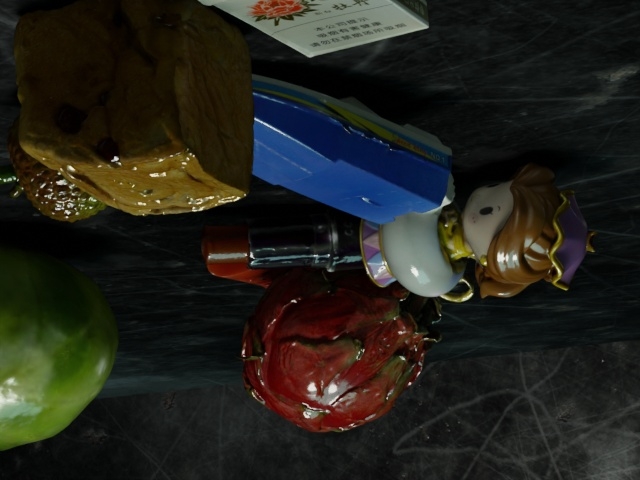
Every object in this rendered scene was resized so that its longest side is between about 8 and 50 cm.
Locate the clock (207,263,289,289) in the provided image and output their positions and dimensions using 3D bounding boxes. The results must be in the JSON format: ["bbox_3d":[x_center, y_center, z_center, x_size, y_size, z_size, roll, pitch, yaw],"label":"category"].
[{"bbox_3d":[-0.072,0.037,1.866,0.113,0.061,0.155,-13,162,33],"label":"clock"}]

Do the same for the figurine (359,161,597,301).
[{"bbox_3d":[0.184,-0.007,1.538,0.263,0.142,0.189,-7,133,26],"label":"figurine"}]

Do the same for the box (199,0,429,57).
[{"bbox_3d":[-0.011,-0.180,0.968,0.109,0.029,0.198,-10,167,28],"label":"box"}]

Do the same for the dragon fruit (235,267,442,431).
[{"bbox_3d":[0.023,0.123,1.762,0.299,0.244,0.244,-37,151,30],"label":"dragon fruit"}]

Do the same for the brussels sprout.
[{"bbox_3d":[-0.429,0.134,1.718,0.344,0.268,0.344,1,174,0],"label":"brussels sprout"}]

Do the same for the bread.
[{"bbox_3d":[-0.135,-0.103,1.026,0.149,0.143,0.158,-10,162,26],"label":"bread"}]

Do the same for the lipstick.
[{"bbox_3d":[0.000,0.000,1.662,0.300,0.081,0.081,-4,168,-11],"label":"lipstick"}]

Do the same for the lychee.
[{"bbox_3d":[-0.225,-0.075,1.195,0.146,0.114,0.114,-24,163,12],"label":"lychee"}]

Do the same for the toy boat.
[{"bbox_3d":[-0.019,-0.101,1.223,0.295,0.088,0.129,20,156,-37],"label":"toy boat"}]
